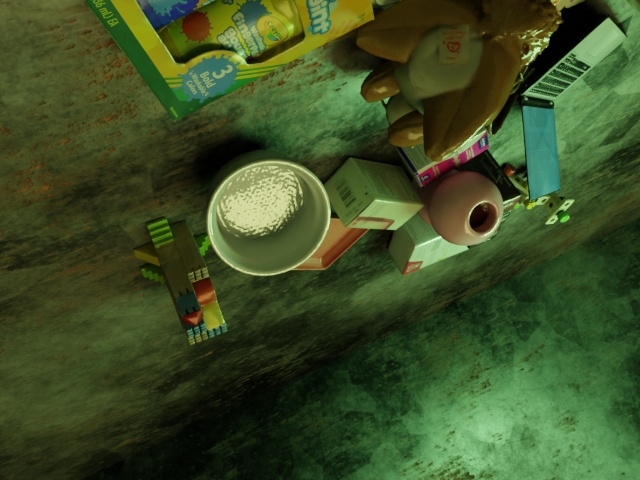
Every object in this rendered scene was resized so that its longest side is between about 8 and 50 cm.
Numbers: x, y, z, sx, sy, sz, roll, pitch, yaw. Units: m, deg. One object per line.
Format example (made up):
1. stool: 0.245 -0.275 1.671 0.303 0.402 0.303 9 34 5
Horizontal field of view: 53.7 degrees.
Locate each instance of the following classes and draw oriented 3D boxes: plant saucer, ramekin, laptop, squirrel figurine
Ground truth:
1. plant saucer: 0.000 0.000 1.942 0.258 0.047 0.259 3 141 -48
2. ramekin: -0.127 -0.072 1.434 0.277 0.135 0.277 -7 117 -14
3. laptop: 0.683 -0.336 1.667 0.408 0.236 0.382 -43 166 30
4. squirrel figurine: 0.278 -0.339 1.262 0.397 0.281 0.370 -39 173 3

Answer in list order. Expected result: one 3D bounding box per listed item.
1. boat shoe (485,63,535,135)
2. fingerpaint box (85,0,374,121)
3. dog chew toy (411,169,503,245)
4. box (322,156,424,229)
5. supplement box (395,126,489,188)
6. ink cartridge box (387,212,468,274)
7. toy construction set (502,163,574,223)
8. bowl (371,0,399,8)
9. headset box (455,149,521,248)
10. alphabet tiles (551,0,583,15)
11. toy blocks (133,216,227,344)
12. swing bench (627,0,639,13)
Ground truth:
1. boat shoe: 0.480 -0.388 1.619 0.105 0.089 0.285 -19 157 -16
2. fingerpaint box: -0.144 -0.410 0.851 0.371 0.163 0.445 -27 156 -1
3. dog chew toy: 0.368 -0.113 1.812 0.207 0.332 0.206 -8 112 -21
4. box: 0.146 -0.123 1.729 0.232 0.148 0.127 3 143 -48
5. supplement box: 0.329 -0.256 1.705 0.220 0.114 0.111 -33 154 7
6. ink cartridge box: 0.409 -0.024 2.215 0.306 0.131 0.226 -22 154 -17
7. toy construction set: 0.715 -0.133 2.188 0.309 0.237 0.257 -39 153 25
8. bowl: 0.111 -0.466 1.108 0.170 0.080 0.170 -22 156 -11
9. headset box: 0.482 -0.143 1.953 0.110 0.218 0.293 -22 155 -15
10. alphabet tiles: 0.498 -0.557 1.399 0.278 0.021 0.284 -25 156 -8
11. toy blocks: -0.329 0.139 1.616 0.191 0.260 0.381 -21 155 -15
12. swing bench: 0.644 -0.562 1.222 0.165 0.253 0.254 -24 149 -16
